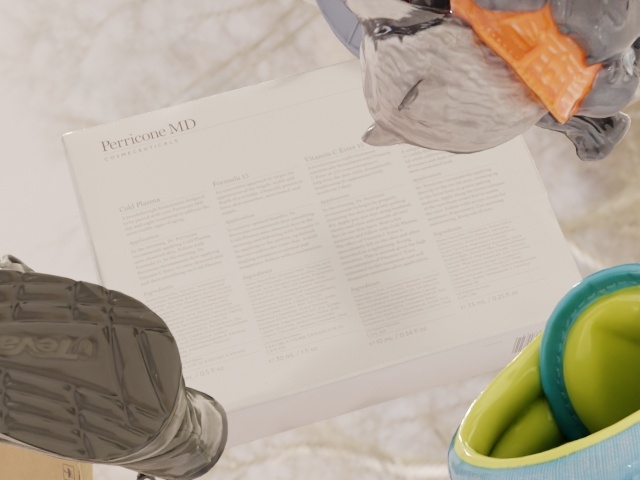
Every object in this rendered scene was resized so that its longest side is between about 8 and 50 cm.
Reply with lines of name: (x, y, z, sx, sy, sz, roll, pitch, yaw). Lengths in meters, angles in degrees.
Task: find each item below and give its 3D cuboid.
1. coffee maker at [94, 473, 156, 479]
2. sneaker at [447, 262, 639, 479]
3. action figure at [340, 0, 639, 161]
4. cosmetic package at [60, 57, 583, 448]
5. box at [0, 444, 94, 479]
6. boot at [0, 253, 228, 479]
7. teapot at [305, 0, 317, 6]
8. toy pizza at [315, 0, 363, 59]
coffee maker: (-0.251, 0.315, 1.718, 0.178, 0.120, 0.171, 16, -168, -34)
sneaker: (0.189, 0.097, 0.598, 0.127, 0.319, 0.208, 6, 106, 64)
action figure: (0.101, -0.191, 0.696, 0.341, 0.330, 0.178, 34, 172, -31)
cosmetic package: (0.000, 0.000, 1.318, 0.097, 0.377, 0.284, 92, 161, -65)
box: (-0.277, 0.291, 1.533, 0.021, 0.164, 0.201, -17, -71, -48)
boot: (-0.159, 0.040, 0.629, 0.246, 0.083, 0.161, 22, 166, 5)
teapot: (0.059, -0.310, 1.428, 0.252, 0.256, 0.187, 57, 174, -34)
toy pizza: (0.064, -0.211, 1.051, 0.032, 0.201, 0.201, -9, -121, -44)
